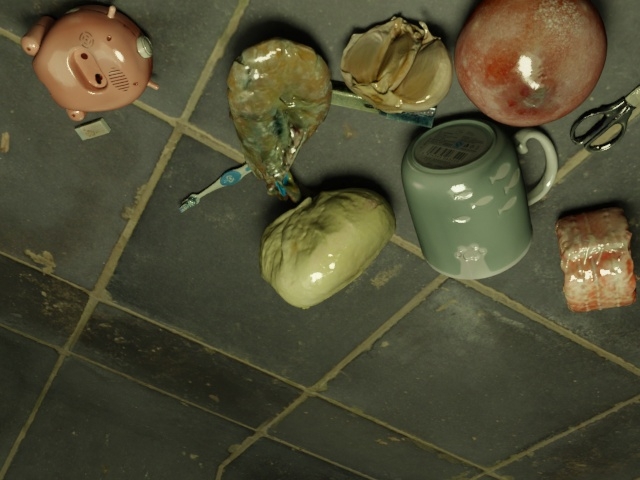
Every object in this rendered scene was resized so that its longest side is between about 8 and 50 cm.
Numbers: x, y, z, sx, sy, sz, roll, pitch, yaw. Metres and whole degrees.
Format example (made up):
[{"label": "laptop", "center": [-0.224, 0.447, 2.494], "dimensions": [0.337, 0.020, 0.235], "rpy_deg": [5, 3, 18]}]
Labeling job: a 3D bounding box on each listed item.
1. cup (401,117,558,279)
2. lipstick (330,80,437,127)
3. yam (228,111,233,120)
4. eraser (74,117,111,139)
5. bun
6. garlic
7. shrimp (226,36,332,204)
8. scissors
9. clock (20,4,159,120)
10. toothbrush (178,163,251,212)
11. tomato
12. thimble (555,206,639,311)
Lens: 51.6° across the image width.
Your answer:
[{"label": "cup", "center": [0.358, -0.124, 1.444], "dimensions": [0.356, 0.259, 0.275], "rpy_deg": [-29, 129, -4]}, {"label": "lipstick", "center": [0.094, -0.306, 1.433], "dimensions": [0.311, 0.051, 0.051], "rpy_deg": [12, 131, 4]}, {"label": "yam", "center": [-0.116, -0.334, 1.449], "dimensions": [0.056, 0.057, 0.241], "rpy_deg": [37, 129, -24]}, {"label": "eraser", "center": [-0.559, -0.272, 1.624], "dimensions": [0.083, 0.019, 0.038], "rpy_deg": [-12, 132, 22]}, {"label": "bun", "center": [0.000, 0.000, 1.576], "dimensions": [0.361, 0.361, 0.213], "rpy_deg": [-30, 102, 34]}, {"label": "garlic", "center": [0.163, -0.330, 1.322], "dimensions": [0.229, 0.178, 0.143], "rpy_deg": [25, 174, 31]}, {"label": "shrimp", "center": [-0.083, -0.251, 1.449], "dimensions": [0.221, 0.110, 0.446], "rpy_deg": [-10, 142, -8]}, {"label": "scissors", "center": [0.640, -0.291, 1.349], "dimensions": [0.109, 0.022, 0.300], "rpy_deg": [24, 133, -17]}, {"label": "clock", "center": [-0.474, -0.381, 1.417], "dimensions": [0.241, 0.142, 0.227], "rpy_deg": [-10, 132, 16]}, {"label": "toothbrush", "center": [-0.215, -0.163, 1.656], "dimensions": [0.386, 0.040, 0.040], "rpy_deg": [-26, 124, 27]}, {"label": "tomato", "center": [0.385, -0.333, 1.213], "dimensions": [0.270, 0.227, 0.270], "rpy_deg": [3, 139, 3]}, {"label": "thimble", "center": [0.643, 0.046, 1.543], "dimensions": [0.162, 0.239, 0.239], "rpy_deg": [-8, 132, 20]}]
